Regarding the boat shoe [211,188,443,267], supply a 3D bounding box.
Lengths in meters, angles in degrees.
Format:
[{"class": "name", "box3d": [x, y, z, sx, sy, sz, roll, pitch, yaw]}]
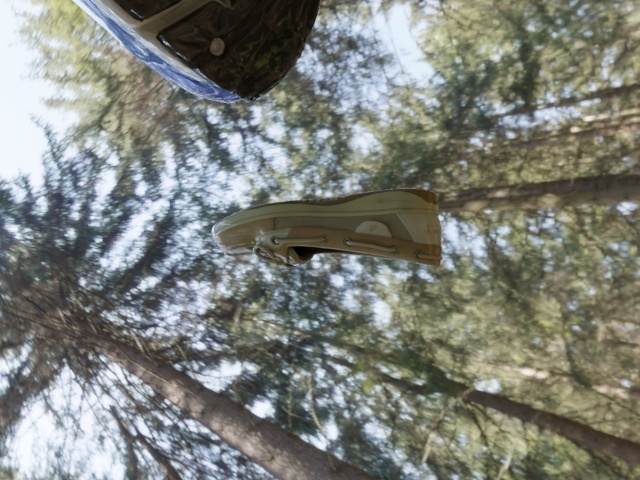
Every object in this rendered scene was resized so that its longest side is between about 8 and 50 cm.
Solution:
[{"class": "boat shoe", "box3d": [0.001, 0.000, 0.496, 0.153, 0.056, 0.048, -6, -98, 17]}]

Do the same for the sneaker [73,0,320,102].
[{"class": "sneaker", "box3d": [-0.129, -0.191, 0.350, 0.130, 0.147, 0.330, -41, -90, -23]}]
